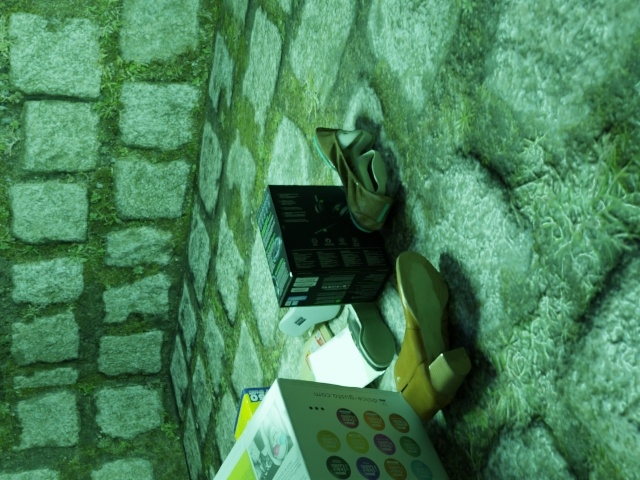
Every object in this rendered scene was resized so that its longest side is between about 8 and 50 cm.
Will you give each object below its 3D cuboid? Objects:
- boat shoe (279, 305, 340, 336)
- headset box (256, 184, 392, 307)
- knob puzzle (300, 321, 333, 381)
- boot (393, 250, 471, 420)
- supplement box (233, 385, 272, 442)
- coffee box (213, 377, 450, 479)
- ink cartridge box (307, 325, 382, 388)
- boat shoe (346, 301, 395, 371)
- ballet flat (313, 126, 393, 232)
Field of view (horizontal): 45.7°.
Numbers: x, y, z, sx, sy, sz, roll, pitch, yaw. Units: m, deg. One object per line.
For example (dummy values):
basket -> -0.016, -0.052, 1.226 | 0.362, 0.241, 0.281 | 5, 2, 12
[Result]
boat shoe -> -0.020, 0.178, 2.057 | 0.267, 0.096, 0.088 | -47, 15, 51
headset box -> 0.000, 0.000, 1.768 | 0.131, 0.246, 0.283 | 115, 146, -48
knob puzzle -> -0.004, 0.334, 2.063 | 0.213, 0.030, 0.213 | -42, 40, 50
boot -> 0.186, 0.192, 1.504 | 0.211, 0.104, 0.295 | 117, 140, -50
supplement box -> -0.103, 0.602, 2.142 | 0.357, 0.194, 0.195 | -117, 32, -46
coffee box -> 0.026, 0.524, 1.519 | 0.338, 0.337, 0.334 | -58, 36, 28
ink cartridge box -> 0.074, 0.307, 1.868 | 0.235, 0.056, 0.171 | -42, 50, 32
boat shoe -> 0.113, 0.221, 1.732 | 0.228, 0.081, 0.069 | -108, 23, -52
ballet flat -> 0.086, -0.175, 1.750 | 0.124, 0.116, 0.342 | -50, 43, 31
